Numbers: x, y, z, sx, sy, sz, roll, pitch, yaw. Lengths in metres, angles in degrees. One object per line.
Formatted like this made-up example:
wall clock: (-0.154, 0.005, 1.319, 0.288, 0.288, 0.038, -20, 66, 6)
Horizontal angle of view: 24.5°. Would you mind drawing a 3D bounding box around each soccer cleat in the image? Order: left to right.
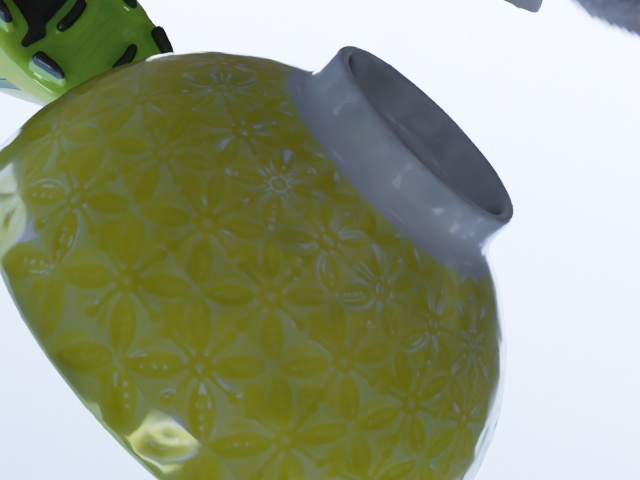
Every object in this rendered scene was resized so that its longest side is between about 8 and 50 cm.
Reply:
soccer cleat: (-0.214, -0.135, 0.884, 0.289, 0.121, 0.093, 26, -120, -4)

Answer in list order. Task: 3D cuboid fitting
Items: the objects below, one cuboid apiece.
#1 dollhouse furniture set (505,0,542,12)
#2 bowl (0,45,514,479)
dollhouse furniture set: (0.120, -0.106, 0.635, 0.114, 0.081, 0.091, 26, -129, 13)
bowl: (0.000, 0.000, 0.715, 0.289, 0.156, 0.289, 40, -161, -17)
